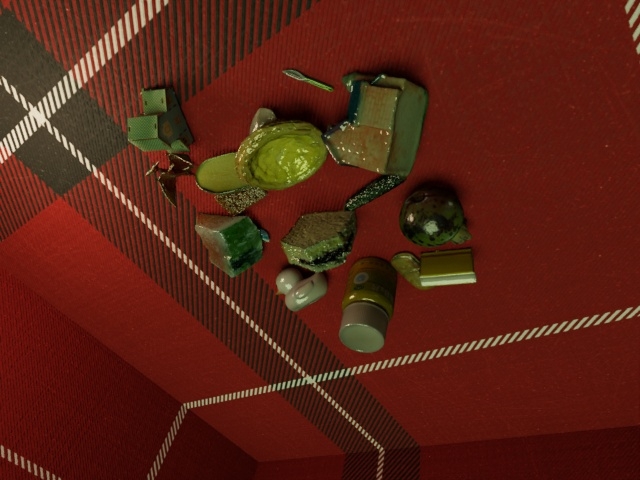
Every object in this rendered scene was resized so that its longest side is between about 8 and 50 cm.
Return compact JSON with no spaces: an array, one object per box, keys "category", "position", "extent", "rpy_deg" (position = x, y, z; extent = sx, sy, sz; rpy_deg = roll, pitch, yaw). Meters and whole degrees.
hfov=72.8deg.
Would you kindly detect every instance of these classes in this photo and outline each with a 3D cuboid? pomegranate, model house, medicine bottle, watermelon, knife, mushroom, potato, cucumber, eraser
[{"category":"pomegranate","position":[0.430,-0.073,1.646],"extent":[0.243,0.242,0.306],"rpy_deg":[-15,154,26]},{"category":"model house","position":[0.165,-0.388,1.446],"extent":[0.280,0.245,0.311],"rpy_deg":[21,109,34]},{"category":"medicine bottle","position":[0.205,0.271,1.866],"extent":[0.225,0.384,0.224],"rpy_deg":[9,132,10]},{"category":"watermelon","position":[-0.426,0.021,1.961],"extent":[0.302,0.151,0.264],"rpy_deg":[6,131,21]},{"category":"knife","position":[-0.041,-0.548,1.480],"extent":[0.184,0.025,0.022],"rpy_deg":[21,171,-5]},{"category":"mushroom","position":[-0.217,-0.403,1.611],"extent":[0.097,0.088,0.212],"rpy_deg":[-2,144,-26]},{"category":"potato","position":[-0.357,-0.257,1.743],"extent":[0.272,0.160,0.111],"rpy_deg":[-12,170,7]},{"category":"model house","position":[-0.619,-0.422,1.626],"extent":[0.178,0.206,0.270],"rpy_deg":[1,130,14]},{"category":"cucumber","position":[0.200,-0.190,1.689],"extent":[0.294,0.067,0.067],"rpy_deg":[-29,117,35]},{"category":"eraser","position":[0.520,0.109,1.790],"extent":[0.226,0.157,0.069],"rpy_deg":[-7,129,20]}]

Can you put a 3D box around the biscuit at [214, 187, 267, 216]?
[{"category":"biscuit","position":[-0.347,-0.190,1.868],"extent":[0.231,0.025,0.131],"rpy_deg":[-28,117,33]}]

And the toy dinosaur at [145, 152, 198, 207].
[{"category":"toy dinosaur","position":[-0.584,-0.264,1.778],"extent":[0.328,0.112,0.207],"rpy_deg":[-22,159,31]}]

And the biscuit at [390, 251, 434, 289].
[{"category":"biscuit","position":[0.417,0.139,1.933],"extent":[0.247,0.029,0.119],"rpy_deg":[42,134,-20]}]

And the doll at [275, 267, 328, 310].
[{"category":"doll","position":[-0.097,0.212,2.057],"extent":[0.251,0.221,0.221],"rpy_deg":[-29,119,8]}]

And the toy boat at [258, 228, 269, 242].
[{"category":"toy boat","position":[-0.302,-0.020,2.005],"extent":[0.150,0.034,0.105],"rpy_deg":[-12,129,40]}]

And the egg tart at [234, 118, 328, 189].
[{"category":"egg tart","position":[-0.148,-0.324,1.563],"extent":[0.346,0.132,0.345],"rpy_deg":[-18,152,-10]}]

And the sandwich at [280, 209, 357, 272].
[{"category":"sandwich","position":[-0.001,0.000,1.732],"extent":[0.263,0.325,0.131],"rpy_deg":[-4,117,19]}]
